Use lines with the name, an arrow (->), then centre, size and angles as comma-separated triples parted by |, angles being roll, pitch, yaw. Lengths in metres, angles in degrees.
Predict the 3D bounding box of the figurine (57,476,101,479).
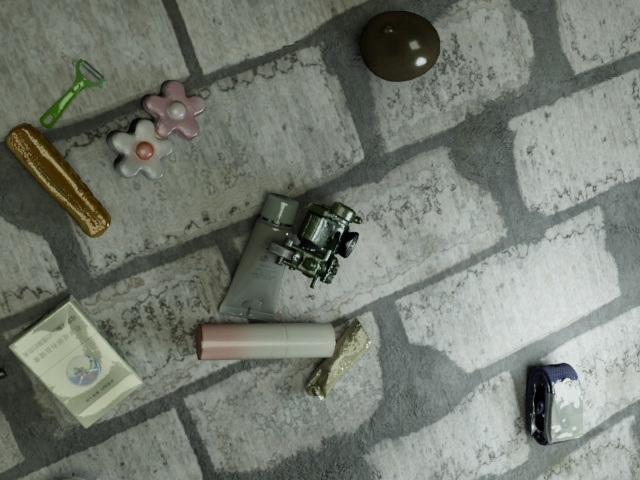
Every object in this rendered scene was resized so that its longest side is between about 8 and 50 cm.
figurine -> -0.594, 0.632, 1.562 | 0.237, 0.141, 0.162 | -37, 97, -10

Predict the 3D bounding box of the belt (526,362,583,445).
belt -> 0.644, 0.459, 1.934 | 0.126, 0.139, 0.230 | -5, 102, -18

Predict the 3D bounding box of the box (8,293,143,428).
box -> -0.544, 0.272, 1.558 | 0.164, 0.069, 0.256 | -38, 107, -8

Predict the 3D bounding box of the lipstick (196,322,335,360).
lipstick -> -0.132, 0.243, 1.676 | 0.327, 0.087, 0.087 | 2, 98, -18

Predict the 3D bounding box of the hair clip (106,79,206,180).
hair clip -> -0.362, -0.241, 1.535 | 0.146, 0.075, 0.257 | 43, 80, -15

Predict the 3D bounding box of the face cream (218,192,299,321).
face cream -> -0.132, 0.044, 1.649 | 0.143, 0.089, 0.314 | 13, 101, -26

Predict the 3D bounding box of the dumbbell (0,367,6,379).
dumbbell -> -0.820, 0.343, 1.440 | 0.325, 0.143, 0.143 | -24, 105, -13

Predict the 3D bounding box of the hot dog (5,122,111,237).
hot dog -> -0.560, -0.126, 1.490 | 0.088, 0.061, 0.286 | -34, 109, -6

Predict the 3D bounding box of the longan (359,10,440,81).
longan -> 0.187, -0.455, 1.623 | 0.189, 0.189, 0.189 | -3, 100, -17

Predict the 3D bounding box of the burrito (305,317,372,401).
burrito -> 0.048, 0.309, 1.759 | 0.087, 0.060, 0.226 | 42, 84, -18

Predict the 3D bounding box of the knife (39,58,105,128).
knife -> -0.543, -0.311, 1.487 | 0.078, 0.022, 0.166 | 42, 84, -14

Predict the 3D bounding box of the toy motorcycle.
toy motorcycle -> 0.000, 0.000, 1.618 | 0.127, 0.275, 0.205 | 26, 92, 23
